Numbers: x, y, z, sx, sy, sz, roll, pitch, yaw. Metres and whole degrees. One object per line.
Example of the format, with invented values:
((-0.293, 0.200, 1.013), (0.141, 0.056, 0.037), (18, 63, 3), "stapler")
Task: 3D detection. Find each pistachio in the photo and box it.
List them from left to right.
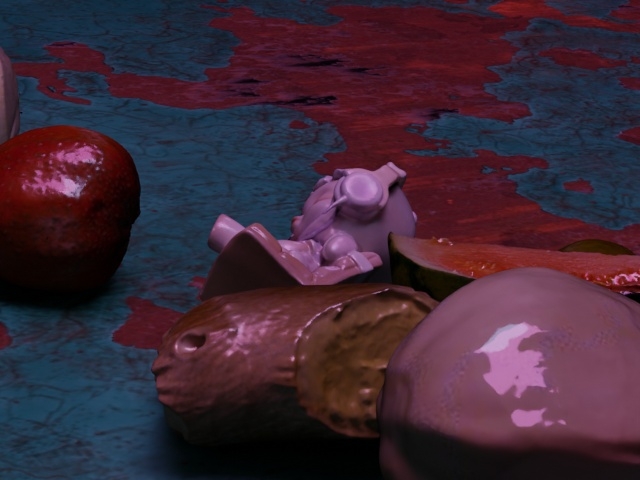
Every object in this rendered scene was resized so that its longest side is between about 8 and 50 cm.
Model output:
((0.179, 0.124, 1.253), (0.226, 0.207, 0.332), (4, 1, 42), "pistachio")

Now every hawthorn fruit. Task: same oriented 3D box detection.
((-0.265, -0.032, 1.590), (0.194, 0.157, 0.157), (4, 22, -10), "hawthorn fruit")

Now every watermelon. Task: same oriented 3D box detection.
((0.175, 0.056, 1.426), (0.303, 0.159, 0.128), (5, -23, 21), "watermelon")

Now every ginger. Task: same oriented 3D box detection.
((-0.018, 0.100, 1.374), (0.276, 0.130, 0.221), (5, -9, -39), "ginger")

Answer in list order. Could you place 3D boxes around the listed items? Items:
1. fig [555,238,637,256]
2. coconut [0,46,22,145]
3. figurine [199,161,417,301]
((0.188, 0.078, 1.550), (0.236, 0.124, 0.124), (-16, 22, 4), "fig")
((-0.430, -0.133, 1.730), (0.241, 0.241, 0.241), (6, 21, -2), "coconut")
((0.003, 0.002, 1.587), (0.141, 0.162, 0.237), (43, 46, 12), "figurine")
